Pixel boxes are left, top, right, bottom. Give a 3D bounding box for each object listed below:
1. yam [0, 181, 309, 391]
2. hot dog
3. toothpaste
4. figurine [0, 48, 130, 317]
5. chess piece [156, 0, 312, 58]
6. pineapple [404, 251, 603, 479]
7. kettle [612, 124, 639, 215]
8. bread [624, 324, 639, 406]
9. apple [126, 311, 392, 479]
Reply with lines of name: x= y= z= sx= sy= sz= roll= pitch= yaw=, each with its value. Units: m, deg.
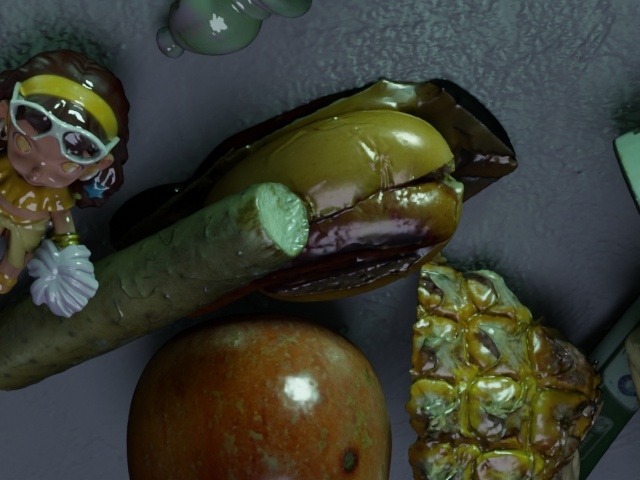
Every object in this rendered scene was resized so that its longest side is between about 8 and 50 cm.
yam: x=-0.162 y=0.045 z=1.381 sx=0.371 sy=0.083 sz=0.083 roll=-26 pitch=129 yaw=39
hot dog: x=-0.001 y=-0.005 z=1.396 sx=0.326 sy=0.107 sz=0.194 roll=-31 pitch=126 yaw=21
toothpaste: x=0.260 y=0.147 z=1.577 sx=0.098 sy=0.061 sz=0.392 roll=21 pitch=128 yaw=-13
figurine: x=-0.230 y=-0.043 z=1.336 sx=0.174 sy=0.116 sz=0.240 roll=30 pitch=122 yaw=-7
chess piece: x=-0.023 y=-0.206 z=1.230 sx=0.271 sy=0.139 sz=0.139 roll=-29 pitch=127 yaw=32
pineapple: x=0.165 y=0.183 z=1.497 sx=0.158 sy=0.161 sz=0.334 roll=5 pitch=125 yaw=16
kettle: x=0.359 y=-0.084 z=1.342 sx=0.236 sy=0.161 sz=0.221 roll=-26 pitch=96 yaw=15
bread: x=0.495 y=0.184 z=1.409 sx=0.371 sy=0.279 sz=0.390 roll=-24 pitch=115 yaw=-1
apple: x=-0.048 y=0.187 z=1.453 sx=0.253 sy=0.253 sz=0.253 roll=-2 pitch=130 yaw=-3
